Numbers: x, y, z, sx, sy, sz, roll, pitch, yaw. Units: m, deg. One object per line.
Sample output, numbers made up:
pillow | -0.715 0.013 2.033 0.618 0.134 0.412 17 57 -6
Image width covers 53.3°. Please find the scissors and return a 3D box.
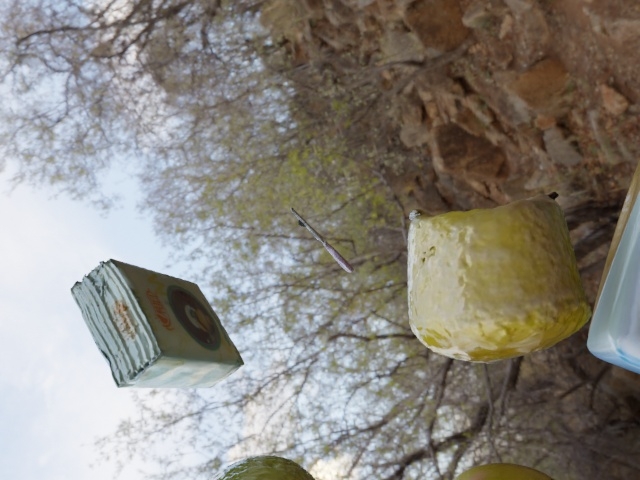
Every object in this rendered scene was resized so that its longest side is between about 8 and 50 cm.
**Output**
scissors | 0.000 0.000 1.525 0.212 0.021 0.110 44 179 0

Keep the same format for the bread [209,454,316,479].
bread | -0.105 0.547 1.053 0.308 0.349 0.347 85 171 -87

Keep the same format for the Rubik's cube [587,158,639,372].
Rubik's cube | 0.518 0.021 0.707 0.351 0.352 0.347 -70 -21 -2

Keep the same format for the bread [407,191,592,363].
bread | 0.181 0.045 0.678 0.197 0.197 0.170 11 -108 -69

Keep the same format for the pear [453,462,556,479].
pear | 0.298 0.524 1.061 0.337 0.285 0.284 2 -112 -28

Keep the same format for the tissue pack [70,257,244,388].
tissue pack | -0.384 0.214 1.557 0.287 0.162 0.388 54 -172 22
